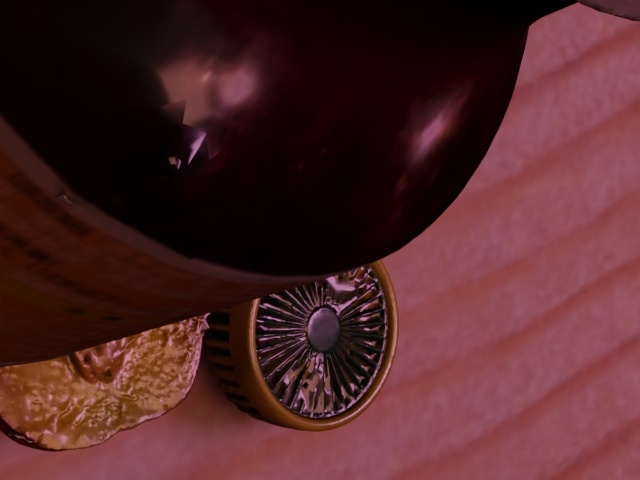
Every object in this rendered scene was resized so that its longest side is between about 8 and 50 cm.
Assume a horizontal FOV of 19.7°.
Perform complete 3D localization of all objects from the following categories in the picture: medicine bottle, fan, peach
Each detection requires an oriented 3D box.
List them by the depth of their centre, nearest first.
[{"bbox_3d":[-0.007,-0.103,0.466,0.242,0.395,0.242,11,74,-42],"label":"medicine bottle"},{"bbox_3d":[-0.093,0.030,0.655,0.098,0.061,0.098,8,72,-27],"label":"peach"},{"bbox_3d":[0.000,0.000,0.748,0.082,0.039,0.155,24,76,-39],"label":"fan"}]
